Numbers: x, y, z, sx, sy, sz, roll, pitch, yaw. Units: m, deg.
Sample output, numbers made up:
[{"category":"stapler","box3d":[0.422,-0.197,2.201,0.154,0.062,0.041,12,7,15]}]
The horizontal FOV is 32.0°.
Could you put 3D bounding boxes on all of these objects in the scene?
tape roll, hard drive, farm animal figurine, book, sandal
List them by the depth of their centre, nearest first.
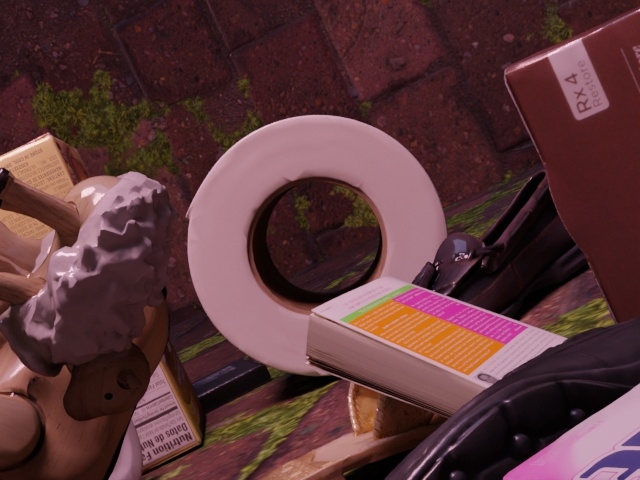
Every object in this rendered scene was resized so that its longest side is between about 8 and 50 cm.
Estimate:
[{"category":"book","box3d":[0.078,0.063,0.634,0.144,0.035,0.096,19,26,28]},{"category":"farm animal figurine","box3d":[-0.174,0.139,0.637,0.330,0.172,0.327,-19,47,67]},{"category":"sandal","box3d":[0.041,0.092,0.689,0.240,0.079,0.088,-26,3,-22]},{"category":"tape roll","box3d":[0.000,0.000,1.106,0.246,0.246,0.169,-25,2,4]},{"category":"hard drive","box3d":[-0.114,0.166,1.270,0.094,0.022,0.135,-25,3,-14]}]

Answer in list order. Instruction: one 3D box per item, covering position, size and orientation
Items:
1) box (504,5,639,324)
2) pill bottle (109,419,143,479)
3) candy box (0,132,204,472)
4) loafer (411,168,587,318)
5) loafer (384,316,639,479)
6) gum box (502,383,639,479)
[{"category":"box","box3d":[0.286,-0.088,0.804,0.143,0.191,0.381,-23,4,35]},{"category":"pill bottle","box3d":[-0.258,0.202,0.950,0.193,0.108,0.108,-23,3,23]},{"category":"candy box","box3d":[-0.219,0.061,1.093,0.087,0.316,0.183,-26,3,-4]},{"category":"loafer","box3d":[0.136,0.024,0.979,0.302,0.095,0.109,-27,3,-41]},{"category":"loafer","box3d":[0.109,0.079,0.451,0.223,0.076,0.078,-21,-5,-32]},{"category":"gum box","box3d":[0.167,0.059,0.354,0.188,0.062,0.107,-26,3,-29]}]
